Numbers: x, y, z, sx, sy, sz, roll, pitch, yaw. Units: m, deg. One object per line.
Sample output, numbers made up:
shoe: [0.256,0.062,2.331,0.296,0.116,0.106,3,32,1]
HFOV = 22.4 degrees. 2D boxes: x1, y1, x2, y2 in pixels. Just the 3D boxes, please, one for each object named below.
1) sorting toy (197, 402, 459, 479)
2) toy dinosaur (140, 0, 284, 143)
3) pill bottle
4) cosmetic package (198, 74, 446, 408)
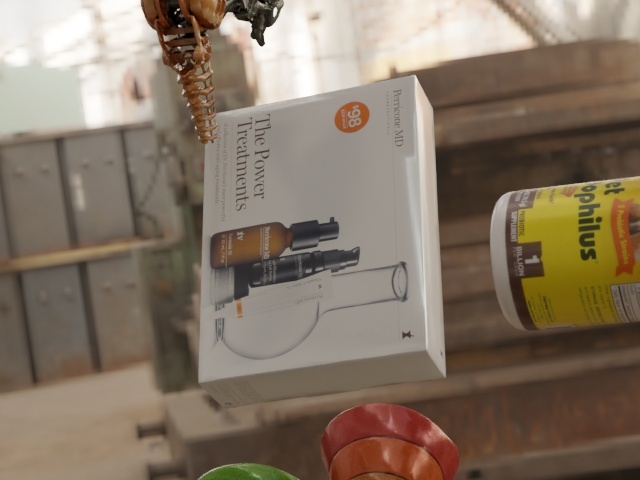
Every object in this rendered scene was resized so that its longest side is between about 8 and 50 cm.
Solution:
sorting toy: [-0.046,0.270,1.398,0.365,0.127,0.126,-27,29,27]
toy dinosaur: [-0.152,-0.284,1.843,0.164,0.322,0.218,19,11,17]
pill bottle: [0.253,0.007,1.306,0.215,0.117,0.117,-7,3,19]
cosmetic package: [0.000,0.000,1.975,0.284,0.377,0.097,-9,-29,14]
